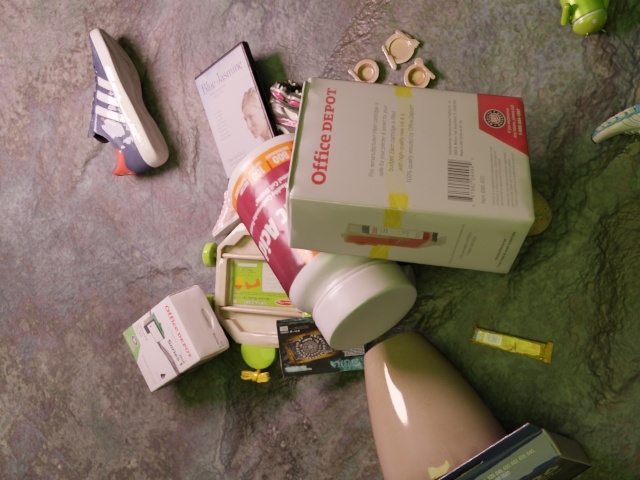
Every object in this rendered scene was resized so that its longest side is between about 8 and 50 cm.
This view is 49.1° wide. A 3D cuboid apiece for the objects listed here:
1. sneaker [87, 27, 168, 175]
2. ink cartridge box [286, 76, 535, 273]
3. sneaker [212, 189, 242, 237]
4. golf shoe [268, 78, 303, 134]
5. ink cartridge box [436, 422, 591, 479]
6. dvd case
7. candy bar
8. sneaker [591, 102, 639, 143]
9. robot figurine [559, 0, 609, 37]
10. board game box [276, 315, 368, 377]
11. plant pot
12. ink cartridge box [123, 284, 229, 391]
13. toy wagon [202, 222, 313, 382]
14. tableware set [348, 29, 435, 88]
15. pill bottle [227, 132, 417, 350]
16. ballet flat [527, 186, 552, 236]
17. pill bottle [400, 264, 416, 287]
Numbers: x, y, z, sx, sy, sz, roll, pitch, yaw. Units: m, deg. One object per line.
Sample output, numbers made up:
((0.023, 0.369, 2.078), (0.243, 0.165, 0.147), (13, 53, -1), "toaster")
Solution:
((-0.487, -0.311, 1.619), (0.148, 0.131, 0.350), (-23, 84, 14), "sneaker")
((0.146, -0.116, 1.203), (0.384, 0.160, 0.279), (7, 56, 1), "ink cartridge box")
((-0.203, -0.069, 1.571), (0.134, 0.051, 0.070), (-41, 77, 12), "sneaker")
((0.004, -0.238, 1.482), (0.272, 0.105, 0.120), (31, 116, 22), "golf shoe")
((0.319, 0.454, 1.275), (0.303, 0.307, 0.072), (-39, 55, 16), "ink cartridge box")
((-0.182, -0.281, 1.538), (0.180, 0.022, 0.253), (-24, 83, 42), "dvd case")
((0.379, 0.205, 1.394), (0.161, 0.018, 0.040), (12, 92, 19), "candy bar")
((0.596, -0.215, 1.285), (0.190, 0.071, 0.083), (-27, 88, 18), "sneaker")
((0.493, -0.436, 1.313), (0.101, 0.067, 0.115), (-20, 83, -12), "robot figurine")
((0.005, 0.219, 1.472), (0.186, 0.026, 0.126), (-5, 107, 0), "board game box")
((0.197, 0.325, 1.363), (0.256, 0.256, 0.274), (-32, 64, 17), "plant pot")
((-0.324, 0.219, 1.560), (0.219, 0.092, 0.160), (-37, 79, 40), "ink cartridge box")
((-0.131, 0.136, 1.543), (0.267, 0.068, 0.345), (3, 93, 19), "toy wagon")
((0.150, -0.343, 1.458), (0.168, 0.020, 0.141), (-39, 79, 16), "tableware set")
((0.000, 0.000, 1.347), (0.224, 0.224, 0.392), (-43, 60, 15), "pill bottle")
((0.285, -0.113, 1.368), (0.348, 0.123, 0.123), (33, 101, 15), "ballet flat")
((0.112, 0.094, 1.447), (0.160, 0.087, 0.087), (-10, 88, 18), "pill bottle")
